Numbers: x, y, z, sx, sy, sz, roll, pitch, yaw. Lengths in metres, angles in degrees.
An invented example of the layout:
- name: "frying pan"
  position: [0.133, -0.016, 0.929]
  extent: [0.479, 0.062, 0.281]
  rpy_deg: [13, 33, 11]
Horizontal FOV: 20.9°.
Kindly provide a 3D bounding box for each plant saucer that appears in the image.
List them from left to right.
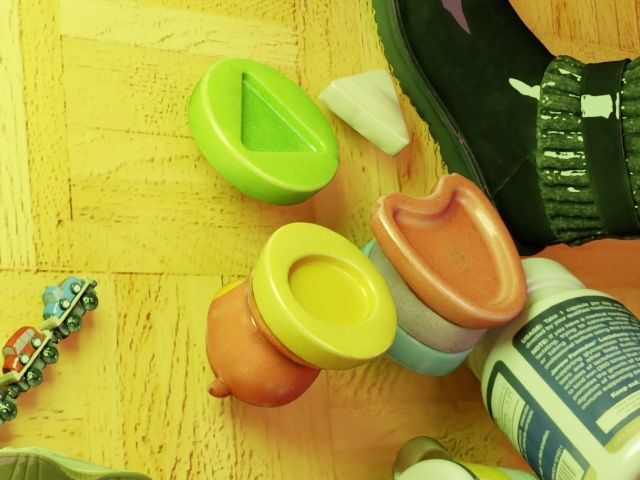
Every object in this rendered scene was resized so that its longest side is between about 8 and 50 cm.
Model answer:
- name: "plant saucer"
  position: [0.095, 0.210, 1.489]
  extent: [0.083, 0.015, 0.083]
  rpy_deg: [11, 75, -43]

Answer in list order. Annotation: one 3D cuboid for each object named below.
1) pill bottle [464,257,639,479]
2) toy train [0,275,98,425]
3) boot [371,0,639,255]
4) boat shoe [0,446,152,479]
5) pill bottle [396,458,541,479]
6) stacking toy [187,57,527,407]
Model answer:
- name: "pill bottle"
  position: [0.228, 0.135, 1.453]
  extent: [0.153, 0.264, 0.153]
  rpy_deg: [-14, 127, -20]
- name: "toy train"
  position: [-0.205, 0.080, 1.213]
  extent: [0.036, 0.027, 0.158]
  rpy_deg: [45, 53, -16]
- name: "boot"
  position: [0.215, -0.148, 1.507]
  extent: [0.131, 0.260, 0.348]
  rpy_deg: [-41, 110, -41]
- name: "boat shoe"
  position: [-0.189, 0.172, 1.204]
  extent: [0.153, 0.048, 0.056]
  rpy_deg: [8, 90, -37]
- name: "pill bottle"
  position: [0.144, 0.241, 1.448]
  extent: [0.184, 0.103, 0.103]
  rpy_deg: [16, 71, -47]
- name: "stacking toy"
  position: [0.000, 0.000, 1.412]
  extent: [0.309, 0.130, 0.279]
  rpy_deg: [-5, 59, -48]
